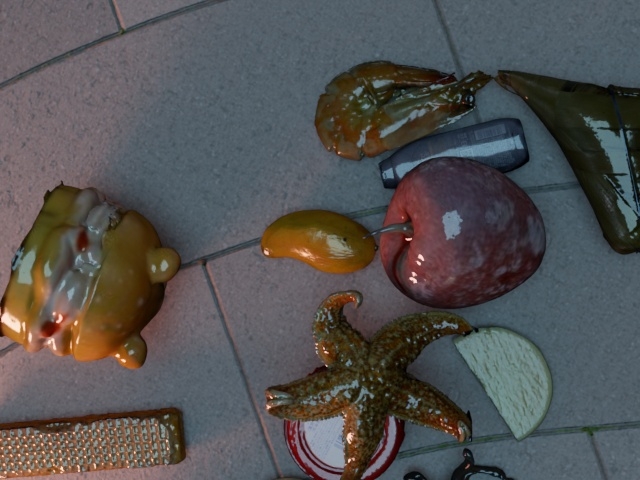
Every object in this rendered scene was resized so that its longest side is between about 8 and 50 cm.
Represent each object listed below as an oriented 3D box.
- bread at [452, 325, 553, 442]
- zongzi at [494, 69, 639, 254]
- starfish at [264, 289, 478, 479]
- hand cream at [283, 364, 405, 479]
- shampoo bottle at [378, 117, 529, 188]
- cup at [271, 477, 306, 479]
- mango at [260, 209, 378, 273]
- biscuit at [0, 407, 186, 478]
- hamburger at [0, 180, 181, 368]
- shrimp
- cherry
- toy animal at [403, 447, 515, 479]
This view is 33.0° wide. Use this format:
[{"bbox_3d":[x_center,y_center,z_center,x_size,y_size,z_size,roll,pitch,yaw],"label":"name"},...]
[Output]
[{"bbox_3d":[0.306,0.210,1.719,0.112,0.036,0.193,-33,84,1],"label":"bread"},{"bbox_3d":[0.397,-0.118,1.656,0.289,0.123,0.260,7,90,5],"label":"zongzi"},{"bbox_3d":[0.084,0.222,1.586,0.303,0.113,0.312,23,78,5],"label":"starfish"},{"bbox_3d":[0.040,0.288,1.705,0.193,0.125,0.193,0,91,8],"label":"hand cream"},{"bbox_3d":[0.210,-0.130,1.713,0.233,0.049,0.087,-14,90,6],"label":"shampoo bottle"},{"bbox_3d":[-0.065,0.527,1.726,0.202,0.255,0.173,22,136,7],"label":"cup"},{"bbox_3d":[0.000,0.000,1.729,0.190,0.075,0.098,9,86,13],"label":"mango"},{"bbox_3d":[-0.412,0.340,1.788,0.378,0.054,0.094,-7,92,6],"label":"biscuit"},{"bbox_3d":[-0.347,0.060,1.677,0.236,0.276,0.276,20,93,-2],"label":"hamburger"},{"bbox_3d":[0.131,-0.223,1.717,0.294,0.062,0.154,-14,82,7],"label":"shrimp"},{"bbox_3d":[0.199,-0.013,1.632,0.285,0.236,0.213,1,59,-14],"label":"cherry"},{"bbox_3d":[0.245,0.428,1.706,0.232,0.084,0.148,41,96,0],"label":"toy animal"}]
